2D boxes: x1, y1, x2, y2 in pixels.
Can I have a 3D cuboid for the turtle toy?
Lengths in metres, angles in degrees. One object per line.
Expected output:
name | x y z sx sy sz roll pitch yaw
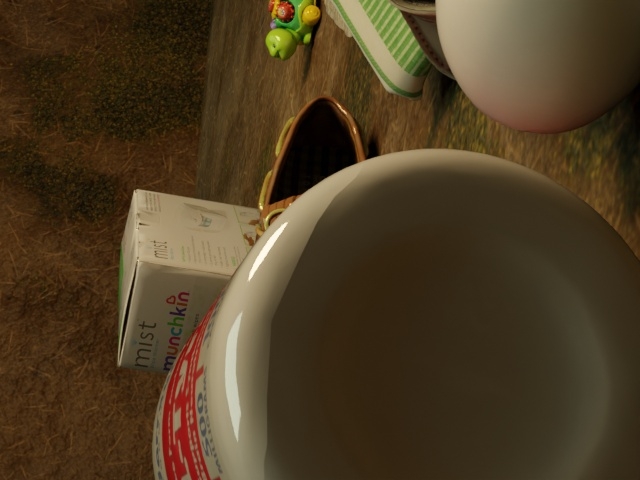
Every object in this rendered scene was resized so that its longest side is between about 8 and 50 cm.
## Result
turtle toy | -0.039 -0.308 1.848 0.095 0.066 0.130 129 148 -69

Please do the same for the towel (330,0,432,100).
towel | 0.061 -0.292 1.066 0.248 0.038 0.325 62 153 24

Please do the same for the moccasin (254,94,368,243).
moccasin | 0.003 0.000 1.267 0.380 0.139 0.147 -80 -3 -50

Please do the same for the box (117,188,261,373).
box | -0.100 0.048 1.459 0.262 0.231 0.126 -115 36 -70

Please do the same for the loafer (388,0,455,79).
loafer | 0.071 -0.181 0.833 0.319 0.112 0.111 58 -132 -59

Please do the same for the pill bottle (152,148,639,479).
pill bottle | 0.022 0.112 0.796 0.407 0.229 0.229 130 146 -70

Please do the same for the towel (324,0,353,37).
towel | 0.053 -0.315 1.426 0.282 0.049 0.187 -111 30 -71

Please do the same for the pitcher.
pitcher | 0.144 -0.142 0.678 0.178 0.125 0.207 40 148 27
